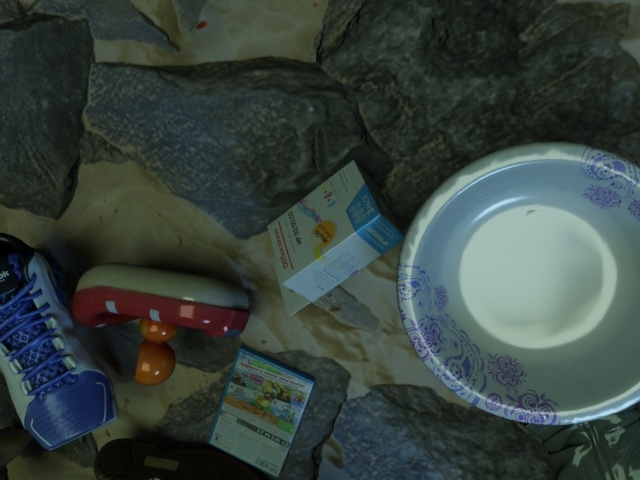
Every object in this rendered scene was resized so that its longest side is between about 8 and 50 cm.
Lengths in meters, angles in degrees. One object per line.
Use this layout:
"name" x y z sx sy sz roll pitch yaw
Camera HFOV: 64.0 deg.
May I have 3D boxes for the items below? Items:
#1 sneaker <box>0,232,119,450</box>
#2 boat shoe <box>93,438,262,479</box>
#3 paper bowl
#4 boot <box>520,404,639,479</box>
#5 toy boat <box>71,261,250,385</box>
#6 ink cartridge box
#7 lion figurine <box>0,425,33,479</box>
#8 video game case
"sneaker" -0.392 0.115 0.671 0.127 0.182 0.315 -26 70 -16
"boat shoe" -0.205 0.366 0.771 0.258 0.095 0.095 15 133 7
"paper bowl" 0.231 0.037 0.560 0.284 0.148 0.284 2 99 15
"boot" 0.301 0.279 0.629 0.246 0.083 0.161 -43 75 16
"toy boat" -0.216 0.115 0.678 0.231 0.151 0.151 8 81 15
"ink cartridge box" 0.000 0.000 0.634 0.181 0.061 0.104 -37 45 17
"lion figurine" -0.525 0.257 0.747 0.142 0.240 0.392 -9 96 16
"video game case" -0.088 0.250 0.748 0.119 0.015 0.166 22 104 11
